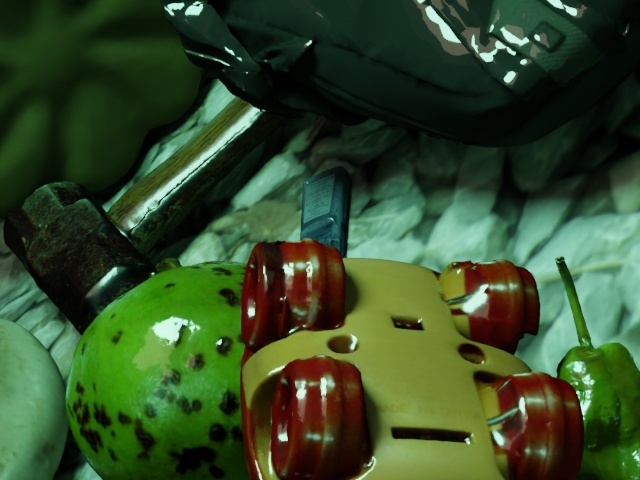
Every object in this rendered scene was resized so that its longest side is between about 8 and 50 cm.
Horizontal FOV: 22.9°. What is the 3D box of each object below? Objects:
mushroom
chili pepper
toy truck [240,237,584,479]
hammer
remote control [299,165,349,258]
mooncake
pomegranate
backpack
[{"bbox_3d":[-0.348,0.157,1.359,0.243,0.243,0.243,-27,40,26],"label":"mushroom"},{"bbox_3d":[0.176,0.116,0.990,0.072,0.073,0.204,5,56,6],"label":"chili pepper"},{"bbox_3d":[0.036,0.145,0.983,0.265,0.189,0.239,-102,21,-53],"label":"toy truck"},{"bbox_3d":[-0.105,-0.083,1.455,0.409,0.095,0.242,-45,35,0],"label":"hammer"},{"bbox_3d":[0.001,0.001,1.316,0.043,0.027,0.152,-29,37,30],"label":"remote control"},{"bbox_3d":[-0.292,-0.206,1.537,0.378,0.378,0.201,-49,42,-2],"label":"mooncake"},{"bbox_3d":[-0.071,0.133,1.139,0.211,0.211,0.263,-24,75,29],"label":"pomegranate"},{"bbox_3d":[0.090,-0.234,1.246,0.446,0.255,0.363,24,73,39],"label":"backpack"}]
